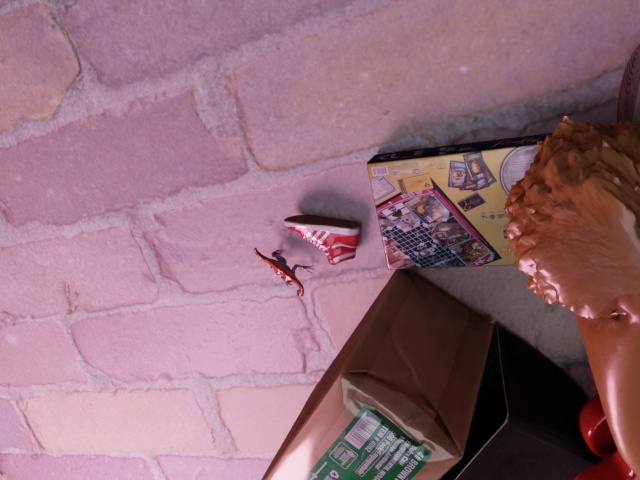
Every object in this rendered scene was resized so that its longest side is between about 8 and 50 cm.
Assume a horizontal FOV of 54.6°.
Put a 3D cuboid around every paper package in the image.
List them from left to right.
[{"bbox_3d":[0.072,0.248,0.873,0.168,0.309,0.325,33,122,4],"label":"paper package"}]

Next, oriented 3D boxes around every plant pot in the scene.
[{"bbox_3d":[0.282,0.269,0.882,0.166,0.188,0.187,23,122,-5],"label":"plant pot"}]

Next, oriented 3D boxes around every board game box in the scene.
[{"bbox_3d":[0.196,-0.046,0.831,0.243,0.042,0.165,-3,113,24],"label":"board game box"}]

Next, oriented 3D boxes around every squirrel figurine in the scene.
[{"bbox_3d":[0.367,0.011,0.560,0.397,0.370,0.281,38,129,23],"label":"squirrel figurine"}]

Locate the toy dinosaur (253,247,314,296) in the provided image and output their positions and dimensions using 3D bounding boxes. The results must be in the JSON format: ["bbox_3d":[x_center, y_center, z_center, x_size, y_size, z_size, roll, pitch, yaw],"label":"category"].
[{"bbox_3d":[-0.058,0.055,0.973,0.082,0.090,0.047,52,124,47],"label":"toy dinosaur"}]

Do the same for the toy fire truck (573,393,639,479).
[{"bbox_3d":[0.467,0.269,0.720,0.302,0.169,0.254,-39,114,17],"label":"toy fire truck"}]

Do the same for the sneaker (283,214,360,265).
[{"bbox_3d":[0.000,0.000,0.938,0.118,0.042,0.067,9,115,16],"label":"sneaker"}]

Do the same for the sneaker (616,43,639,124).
[{"bbox_3d":[0.402,-0.117,0.695,0.118,0.083,0.222,-2,120,16],"label":"sneaker"}]

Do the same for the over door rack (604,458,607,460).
[{"bbox_3d":[0.507,0.308,0.839,0.239,0.108,0.324,35,123,2],"label":"over door rack"}]
